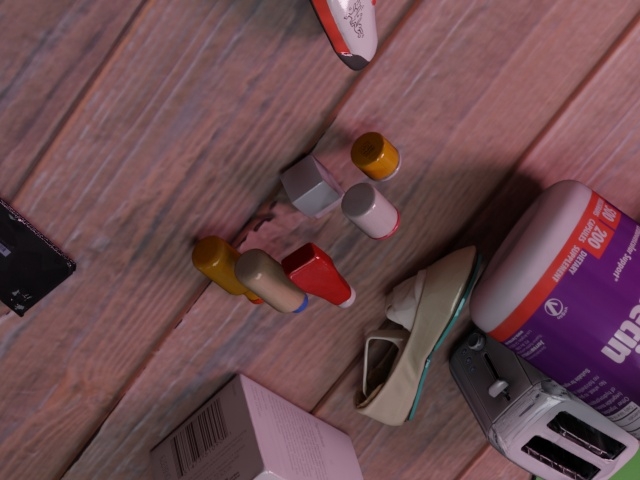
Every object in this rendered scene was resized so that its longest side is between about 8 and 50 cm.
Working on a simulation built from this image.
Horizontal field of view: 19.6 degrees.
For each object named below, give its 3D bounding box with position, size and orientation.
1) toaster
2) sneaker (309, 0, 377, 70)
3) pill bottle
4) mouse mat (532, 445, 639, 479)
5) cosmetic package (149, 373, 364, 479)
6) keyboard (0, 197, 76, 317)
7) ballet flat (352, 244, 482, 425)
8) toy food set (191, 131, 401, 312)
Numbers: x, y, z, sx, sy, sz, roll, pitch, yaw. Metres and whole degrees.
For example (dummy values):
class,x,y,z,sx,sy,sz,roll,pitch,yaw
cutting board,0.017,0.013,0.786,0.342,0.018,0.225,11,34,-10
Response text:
class,x,y,z,sx,sy,sz,roll,pitch,yaw
toaster,0.253,0.179,2.025,0.227,0.146,0.129,32,114,-34
sneaker,0.041,-0.277,1.632,0.145,0.090,0.270,-23,128,5
pill bottle,0.323,0.093,1.876,0.323,0.181,0.181,35,116,-2
mouse mat,0.322,0.299,2.235,0.153,0.007,0.189,-2,129,-15
cosmetic package,-0.061,0.273,2.002,0.184,0.151,0.151,33,114,-35
keyboard,-0.331,0.007,1.795,0.108,0.023,0.180,-39,128,7
ballet flat,0.094,0.098,1.963,0.086,0.086,0.248,6,127,-21
toy food set,0.000,0.000,1.834,0.232,0.111,0.104,-36,141,11
